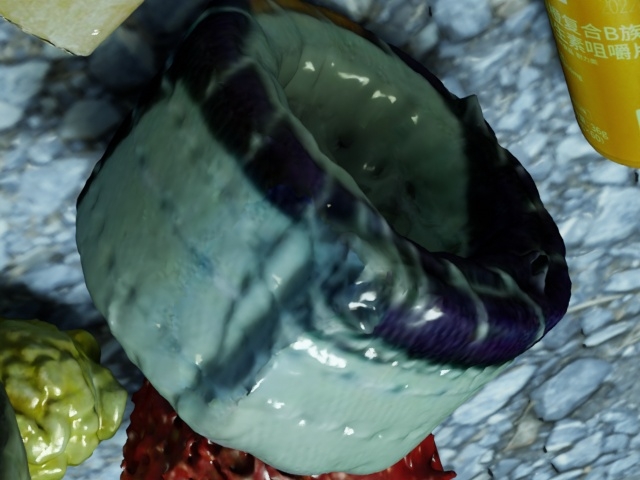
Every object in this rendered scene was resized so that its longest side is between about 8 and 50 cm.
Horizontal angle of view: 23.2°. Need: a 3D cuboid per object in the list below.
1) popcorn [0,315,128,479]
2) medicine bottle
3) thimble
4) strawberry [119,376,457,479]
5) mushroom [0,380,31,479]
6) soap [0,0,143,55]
[{"bbox_3d":[-0.174,0.089,0.871,0.116,0.120,0.106,-44,101,-14],"label":"popcorn"},{"bbox_3d":[0.163,-0.129,0.800,0.096,0.096,0.192,-26,140,1],"label":"medicine bottle"},{"bbox_3d":[0.000,0.000,0.755,0.237,0.237,0.150,17,125,-37],"label":"thimble"},{"bbox_3d":[-0.031,0.114,0.891,0.186,0.202,0.184,-25,168,27],"label":"strawberry"},{"bbox_3d":[-0.257,0.116,0.763,0.267,0.190,0.164,10,144,9],"label":"mushroom"},{"bbox_3d":[-0.074,-0.209,0.618,0.257,0.080,0.160,-42,136,20],"label":"soap"}]
